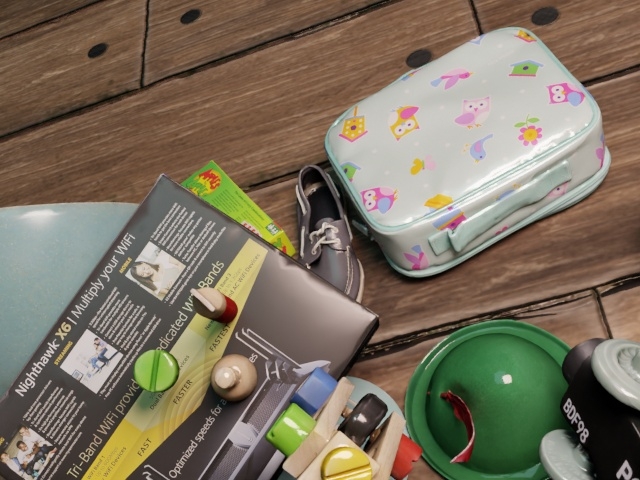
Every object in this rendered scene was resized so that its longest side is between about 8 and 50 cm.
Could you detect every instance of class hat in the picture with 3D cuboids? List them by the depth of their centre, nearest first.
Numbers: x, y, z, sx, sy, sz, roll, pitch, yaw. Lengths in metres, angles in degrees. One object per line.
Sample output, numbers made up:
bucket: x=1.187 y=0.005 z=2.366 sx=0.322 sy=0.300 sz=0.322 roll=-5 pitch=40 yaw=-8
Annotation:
hat: x=0.139 y=0.105 z=0.815 sx=0.173 sy=0.183 sz=0.208 roll=-38 pitch=46 yaw=-7

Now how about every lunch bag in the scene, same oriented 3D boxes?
lunch bag: x=0.153 y=-0.090 z=1.030 sx=0.279 sy=0.108 sz=0.224 roll=-29 pitch=49 yaw=2

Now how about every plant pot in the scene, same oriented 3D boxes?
plant pot: x=-0.304 y=0.079 z=1.028 sx=0.290 sy=0.290 sz=0.195 roll=-9 pitch=85 yaw=20

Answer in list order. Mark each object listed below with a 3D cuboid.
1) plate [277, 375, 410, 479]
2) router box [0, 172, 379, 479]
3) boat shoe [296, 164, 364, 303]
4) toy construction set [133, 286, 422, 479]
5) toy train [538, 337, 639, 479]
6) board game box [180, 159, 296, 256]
plate: x=-0.006 y=0.206 z=0.912 sx=0.188 sy=0.024 sz=0.188 roll=-14 pitch=47 yaw=16
router box: x=-0.129 y=0.133 z=0.876 sx=0.243 sy=0.081 sz=0.309 roll=34 pitch=84 yaw=9
boat shoe: x=0.000 y=0.000 z=1.057 sx=0.075 sy=0.065 sz=0.206 roll=-17 pitch=47 yaw=12
toy construction set: x=-0.043 y=0.180 z=0.700 sx=0.257 sy=0.237 sz=0.309 roll=-24 pitch=82 yaw=-2
toy train: x=0.289 y=0.196 z=0.667 sx=0.190 sy=0.142 sz=0.334 roll=10 pitch=31 yaw=-18
board game box: x=-0.117 y=-0.016 z=1.144 sx=0.092 sy=0.043 sz=0.181 roll=-38 pitch=46 yaw=-9
